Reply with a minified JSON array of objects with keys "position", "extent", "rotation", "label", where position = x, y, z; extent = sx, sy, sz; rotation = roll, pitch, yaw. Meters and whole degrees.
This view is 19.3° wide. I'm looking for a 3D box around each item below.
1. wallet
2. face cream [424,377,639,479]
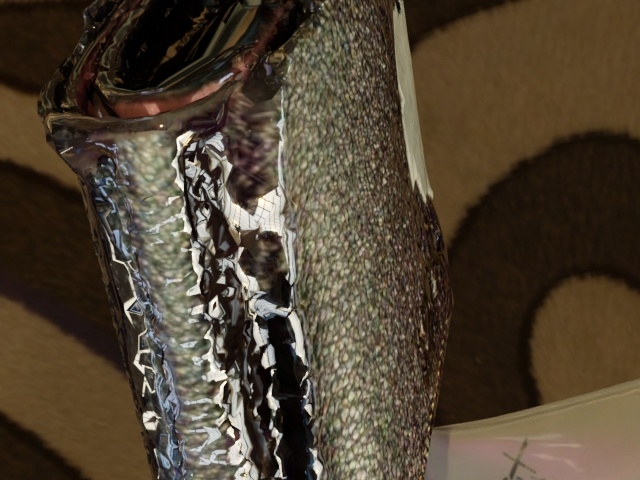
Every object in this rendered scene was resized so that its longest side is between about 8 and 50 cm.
[{"position":[0.000,0.000,0.612],"extent":[0.071,0.262,0.221],"rotation":[-5,118,16],"label":"wallet"},{"position":[0.147,0.085,0.760],"extent":[0.244,0.058,0.092],"rotation":[-24,72,25],"label":"face cream"}]
